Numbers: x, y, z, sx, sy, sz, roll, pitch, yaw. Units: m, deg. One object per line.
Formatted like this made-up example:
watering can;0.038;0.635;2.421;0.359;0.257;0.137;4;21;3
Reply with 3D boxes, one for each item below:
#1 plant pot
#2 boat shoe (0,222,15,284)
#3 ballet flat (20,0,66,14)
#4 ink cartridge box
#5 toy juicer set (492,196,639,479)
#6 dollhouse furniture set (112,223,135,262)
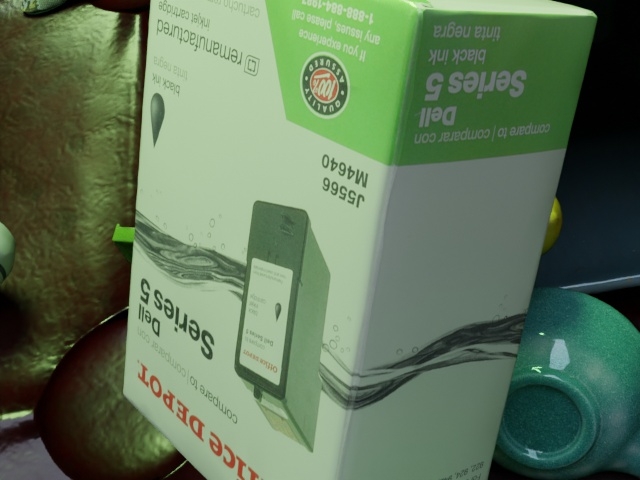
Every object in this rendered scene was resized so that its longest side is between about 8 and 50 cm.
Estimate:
plant pot;0.170;-0.133;0.657;0.248;0.247;0.252;-10;40;8
boat shoe;-0.421;0.064;0.732;0.367;0.135;0.156;-6;58;14
ballet flat;-0.265;-0.271;0.955;0.114;0.041;0.041;-16;57;4
ink cartridge box;0.000;0.000;0.470;0.115;0.272;0.198;-9;27;-38
toy juicer set;0.148;0.061;0.573;0.329;0.209;0.089;9;20;17
dollhouse furniture set;-0.117;-0.051;0.763;0.059;0.076;0.151;4;61;15
